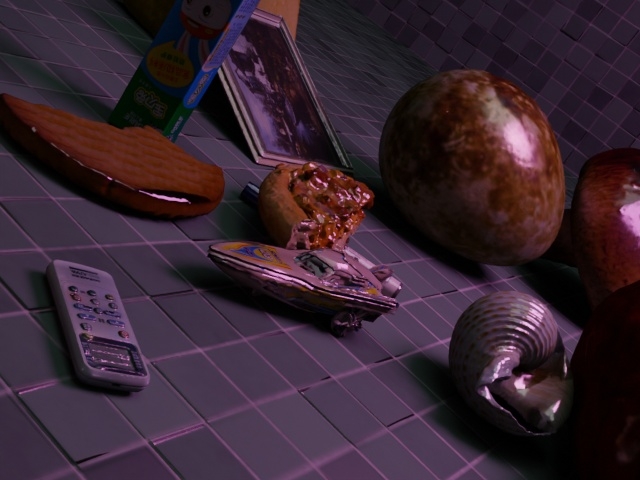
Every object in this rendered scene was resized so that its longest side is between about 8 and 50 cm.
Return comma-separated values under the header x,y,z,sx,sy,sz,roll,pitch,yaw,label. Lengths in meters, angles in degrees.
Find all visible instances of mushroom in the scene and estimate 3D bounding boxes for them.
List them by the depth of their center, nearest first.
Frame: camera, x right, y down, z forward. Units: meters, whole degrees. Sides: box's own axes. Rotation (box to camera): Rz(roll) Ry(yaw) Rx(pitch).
x,y,z,sx,sy,sz,roll,pitch,yaw,label
0.436,0.016,1.485,0.331,0.356,0.334,-90,160,-70,mushroom

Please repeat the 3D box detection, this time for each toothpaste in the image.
x,y,z,sx,sy,sz,roll,pitch,yaw,label
-0.122,-0.215,0.972,0.065,0.266,0.050,37,19,6,toothpaste

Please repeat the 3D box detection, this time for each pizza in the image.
x,y,z,sx,sy,sz,roll,pitch,yaw,label
-0.003,-0.042,1.001,0.127,0.058,0.246,39,23,13,pizza

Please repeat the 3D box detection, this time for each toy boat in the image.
x,y,z,sx,sy,sz,roll,pitch,yaw,label
-0.019,0.033,0.858,0.210,0.066,0.084,16,24,-41,toy boat

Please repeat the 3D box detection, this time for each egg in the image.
x,y,z,sx,sy,sz,roll,pitch,yaw,label
0.214,-0.097,1.299,0.289,0.238,0.238,48,21,9,egg

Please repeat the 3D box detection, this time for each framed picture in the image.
x,y,z,sx,sy,sz,roll,pitch,yaw,label
-0.066,-0.220,1.298,0.232,0.019,0.296,3,58,-56,framed picture

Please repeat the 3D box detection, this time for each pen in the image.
x,y,z,sx,sy,sz,roll,pitch,yaw,label
0.000,0.000,1.034,0.204,0.025,0.025,35,19,2,pen

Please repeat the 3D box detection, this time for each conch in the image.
x,y,z,sx,sy,sz,roll,pitch,yaw,label
0.182,0.124,0.917,0.135,0.102,0.153,42,52,-4,conch

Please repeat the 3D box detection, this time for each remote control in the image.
x,y,z,sx,sy,sz,roll,pitch,yaw,label
-0.153,0.057,0.646,0.053,0.018,0.124,19,24,-36,remote control

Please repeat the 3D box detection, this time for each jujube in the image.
x,y,z,sx,sy,sz,roll,pitch,yaw,label
0.342,0.157,0.918,0.223,0.223,0.318,37,26,6,jujube

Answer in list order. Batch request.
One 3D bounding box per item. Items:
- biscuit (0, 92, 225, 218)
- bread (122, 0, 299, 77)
x,y,z,sx,sy,sz,roll,pitch,yaw,label
-0.194,-0.080,0.893,0.229,0.031,0.176,27,19,-17,biscuit
-0.097,-0.438,1.418,0.245,0.361,0.233,44,20,30,bread
